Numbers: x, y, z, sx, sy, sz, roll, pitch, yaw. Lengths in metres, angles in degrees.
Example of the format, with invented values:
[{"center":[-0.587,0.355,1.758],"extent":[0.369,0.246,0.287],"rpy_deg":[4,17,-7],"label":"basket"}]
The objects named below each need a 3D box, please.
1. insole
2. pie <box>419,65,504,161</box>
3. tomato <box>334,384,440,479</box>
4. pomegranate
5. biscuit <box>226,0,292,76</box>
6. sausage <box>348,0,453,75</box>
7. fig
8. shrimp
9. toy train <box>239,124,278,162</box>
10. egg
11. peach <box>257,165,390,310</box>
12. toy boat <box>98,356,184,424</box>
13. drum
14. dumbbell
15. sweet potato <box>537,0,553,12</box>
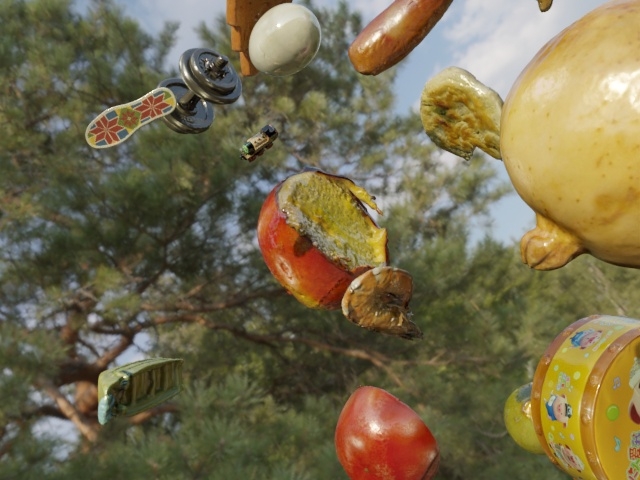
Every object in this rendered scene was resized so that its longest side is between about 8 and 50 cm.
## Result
[{"center":[-0.355,-0.228,1.210],"extent":[0.194,0.065,0.006],"rpy_deg":[-24,22,9],"label":"insole"},{"center":[0.400,-0.337,1.810],"extent":[0.075,0.338,0.337],"rpy_deg":[-44,-20,-19],"label":"pie"},{"center":[0.154,0.571,1.746],"extent":[0.144,0.338,0.338],"rpy_deg":[-35,-19,-41],"label":"tomato"},{"center":[0.423,-0.118,0.887],"extent":[0.410,0.410,0.410],"rpy_deg":[-31,-24,-15],"label":"pomegranate"},{"center":[-0.161,-0.573,1.608],"extent":[0.283,0.043,0.306],"rpy_deg":[-65,-20,-5],"label":"biscuit"},{"center":[0.162,-0.389,1.041],"extent":[0.076,0.103,0.302],"rpy_deg":[39,-93,-38],"label":"sausage"},{"center":[0.713,0.569,2.117],"extent":[0.239,0.239,0.271],"rpy_deg":[-38,-39,0],"label":"fig"},{"center":[0.167,0.148,1.477],"extent":[0.164,0.062,0.317],"rpy_deg":[-46,-45,11],"label":"shrimp"},{"center":[-0.194,-0.300,2.013],"extent":[0.138,0.050,0.087],"rpy_deg":[-40,-9,-25],"label":"toy train"},{"center":[-0.088,-0.463,1.516],"extent":[0.151,0.151,0.209],"rpy_deg":[-18,-7,-39],"label":"egg"},{"center":[0.000,0.000,1.798],"extent":[0.354,0.339,0.416],"rpy_deg":[-8,-50,14],"label":"peach"},{"center":[-0.412,0.326,1.440],"extent":[0.276,0.084,0.111],"rpy_deg":[-11,-74,-66],"label":"toy boat"},{"center":[0.716,0.385,1.485],"extent":[0.431,0.430,0.214],"rpy_deg":[-30,8,-17],"label":"drum"},{"center":[-0.346,-0.421,1.827],"extent":[0.192,0.192,0.290],"rpy_deg":[-9,-22,-48],"label":"dumbbell"},{"center":[0.456,-0.599,1.363],"extent":[0.081,0.232,0.062],"rpy_deg":[7,-11,-24],"label":"sweet potato"}]
